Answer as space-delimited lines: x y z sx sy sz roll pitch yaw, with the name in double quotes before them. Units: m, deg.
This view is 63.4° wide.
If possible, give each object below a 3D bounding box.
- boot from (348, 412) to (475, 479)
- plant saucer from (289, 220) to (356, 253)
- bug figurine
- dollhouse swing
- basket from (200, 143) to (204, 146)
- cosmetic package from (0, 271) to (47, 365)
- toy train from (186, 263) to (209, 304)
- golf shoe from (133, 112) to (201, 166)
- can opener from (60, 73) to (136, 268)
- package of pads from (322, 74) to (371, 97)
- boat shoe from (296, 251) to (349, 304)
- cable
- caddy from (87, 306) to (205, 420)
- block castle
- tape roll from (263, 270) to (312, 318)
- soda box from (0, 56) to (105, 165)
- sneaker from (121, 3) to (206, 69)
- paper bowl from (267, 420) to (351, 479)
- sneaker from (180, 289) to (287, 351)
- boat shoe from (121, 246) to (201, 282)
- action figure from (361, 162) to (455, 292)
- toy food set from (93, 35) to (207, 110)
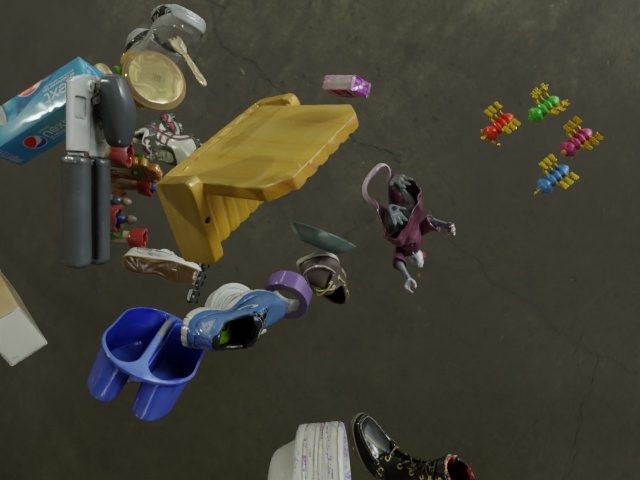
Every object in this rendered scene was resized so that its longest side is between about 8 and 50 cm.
"boot" 0.270 0.656 1.504 0.284 0.138 0.378 -30 87 44
"plant saucer" 0.000 0.000 1.390 0.194 0.195 0.038 19 86 29
"bug figurine" 0.542 -0.248 1.272 0.216 0.072 0.279 -37 68 2
"dollhouse swing" -0.098 -0.111 1.090 0.304 0.347 0.315 21 141 25
"basket" -0.274 -0.189 1.444 0.113 0.103 0.167 -3 103 6
"cosmetic package" -0.344 0.077 0.559 0.115 0.041 0.060 30 146 40
"toy train" -0.349 0.106 1.481 0.036 0.027 0.159 9 77 30
"golf shoe" -0.368 -0.218 1.280 0.273 0.120 0.105 41 144 40
"can opener" -0.324 -0.099 0.756 0.095 0.076 0.284 6 98 20
"package of pads" 0.047 -0.285 0.958 0.083 0.050 0.032 20 96 48
"boat shoe" 0.017 0.121 1.564 0.116 0.324 0.097 -18 68 9
"cable" -0.367 0.309 2.185 0.089 0.257 0.257 -18 91 48
"caddy" -0.432 0.291 1.329 0.241 0.341 0.179 27 103 -7
"block castle" -0.675 -0.145 1.785 0.212 0.453 0.303 6 80 -6
"tape roll" -0.131 0.214 2.037 0.188 0.080 0.189 9 131 11
"soda box" -0.445 -0.207 0.845 0.210 0.067 0.071 -25 73 12
"sneaker" -0.437 -0.482 1.401 0.365 0.137 0.211 1 78 49
"paper bowl" -0.016 0.497 0.984 0.147 0.284 0.285 -5 82 3
"sneaker" -0.191 0.221 1.338 0.147 0.330 0.130 15 109 34
"boat shoe" -0.546 0.072 1.822 0.276 0.096 0.098 14 125 -6
"action figure" 0.257 -0.021 1.657 0.275 0.370 0.248 36 77 33
"toy food set" -0.325 -0.310 1.002 0.038 0.192 0.133 -20 104 54
